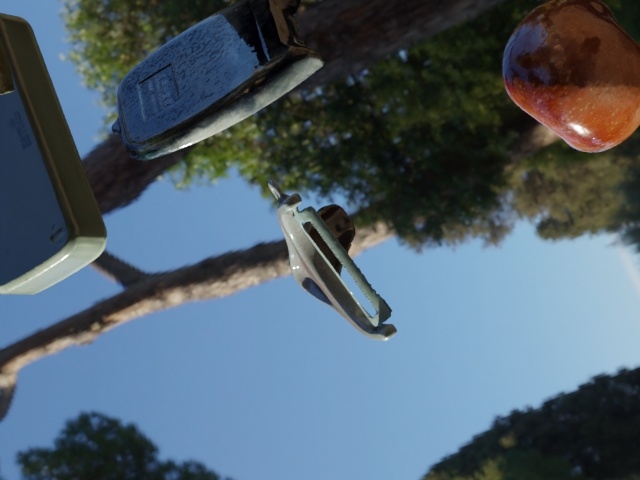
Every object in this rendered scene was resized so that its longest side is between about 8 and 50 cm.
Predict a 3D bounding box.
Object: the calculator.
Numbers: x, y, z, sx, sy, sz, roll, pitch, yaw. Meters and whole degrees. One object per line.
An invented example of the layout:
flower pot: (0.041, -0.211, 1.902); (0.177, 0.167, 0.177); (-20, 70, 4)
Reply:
calculator: (-0.130, -0.191, 1.255); (0.040, 0.268, 0.177); (48, -163, -46)

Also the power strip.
power strip: (-0.326, -0.070, 1.055); (0.059, 0.194, 0.265); (2, -117, -63)

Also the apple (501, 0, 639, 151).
apple: (0.326, -0.212, 1.354); (0.201, 0.162, 0.201); (36, -166, -10)

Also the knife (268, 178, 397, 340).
knife: (-0.002, 0.001, 0.794); (0.123, 0.053, 0.278); (58, -177, -6)

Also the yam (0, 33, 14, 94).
yam: (-0.281, -0.159, 0.891); (0.043, 0.043, 0.094); (-8, -97, -69)
